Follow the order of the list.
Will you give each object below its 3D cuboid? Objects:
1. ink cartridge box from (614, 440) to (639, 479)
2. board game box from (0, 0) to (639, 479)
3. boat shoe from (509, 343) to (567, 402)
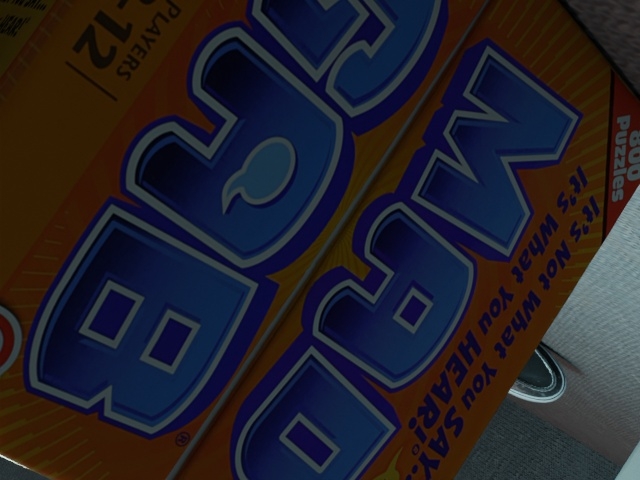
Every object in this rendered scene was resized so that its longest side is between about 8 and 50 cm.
[{"bbox_3d":[0.581,0.392,1.596,0.171,0.168,0.233,33,175,23],"label":"ink cartridge box"},{"bbox_3d":[-0.081,-0.051,0.650,0.356,0.356,0.356,37,174,-34],"label":"board game box"},{"bbox_3d":[0.311,0.180,1.768,0.301,0.108,0.102,41,177,9],"label":"boat shoe"}]
